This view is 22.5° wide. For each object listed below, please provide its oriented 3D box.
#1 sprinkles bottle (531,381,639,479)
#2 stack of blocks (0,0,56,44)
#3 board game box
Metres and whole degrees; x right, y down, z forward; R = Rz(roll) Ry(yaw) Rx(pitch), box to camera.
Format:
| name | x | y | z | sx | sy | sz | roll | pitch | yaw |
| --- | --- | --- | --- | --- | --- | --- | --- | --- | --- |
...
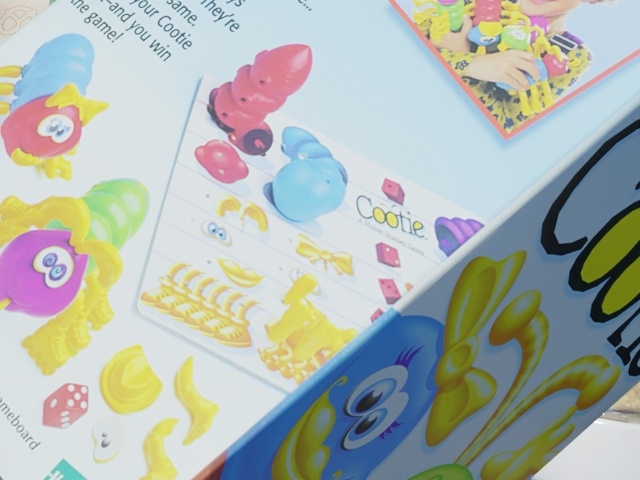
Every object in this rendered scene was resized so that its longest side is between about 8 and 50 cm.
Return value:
| name | x | y | z | sx | sy | sz | roll | pitch | yaw |
| --- | --- | --- | --- | --- | --- | --- | --- | --- | --- |
| sprinkles bottle | 0.197 | -0.025 | 0.975 | 0.121 | 0.121 | 0.356 | -164 | 81 | -65 |
| stack of blocks | -0.085 | -0.161 | 1.194 | 0.087 | 0.297 | 0.171 | 49 | -134 | -68 |
| board game box | 0.000 | 0.000 | 0.449 | 0.144 | 0.275 | 0.142 | 45 | 170 | 32 |
